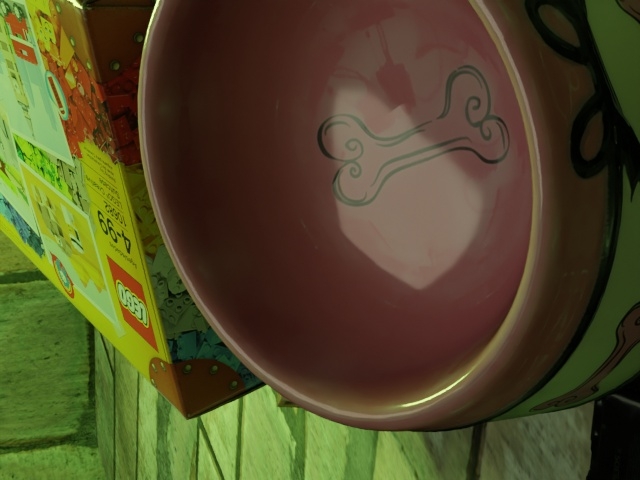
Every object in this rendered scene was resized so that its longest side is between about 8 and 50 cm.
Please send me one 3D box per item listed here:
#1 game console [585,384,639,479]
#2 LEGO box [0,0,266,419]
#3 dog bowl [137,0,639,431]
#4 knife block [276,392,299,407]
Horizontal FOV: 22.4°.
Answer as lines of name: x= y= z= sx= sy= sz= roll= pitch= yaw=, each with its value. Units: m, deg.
game console: x=0.214 y=0.142 z=1.087 sx=0.107 sy=0.071 sz=0.122 roll=22 pitch=121 yaw=38
LEGO box: x=-0.185 y=-0.135 z=1.430 sx=0.500 sy=0.193 sz=0.372 roll=36 pitch=143 yaw=51
dog bowl: x=0.048 y=-0.063 z=1.018 sx=0.408 sy=0.150 sz=0.408 roll=16 pitch=115 yaw=39
knife block: x=0.000 y=0.000 z=1.588 sx=0.242 sy=0.088 sz=0.275 roll=-118 pitch=33 yaw=-70
